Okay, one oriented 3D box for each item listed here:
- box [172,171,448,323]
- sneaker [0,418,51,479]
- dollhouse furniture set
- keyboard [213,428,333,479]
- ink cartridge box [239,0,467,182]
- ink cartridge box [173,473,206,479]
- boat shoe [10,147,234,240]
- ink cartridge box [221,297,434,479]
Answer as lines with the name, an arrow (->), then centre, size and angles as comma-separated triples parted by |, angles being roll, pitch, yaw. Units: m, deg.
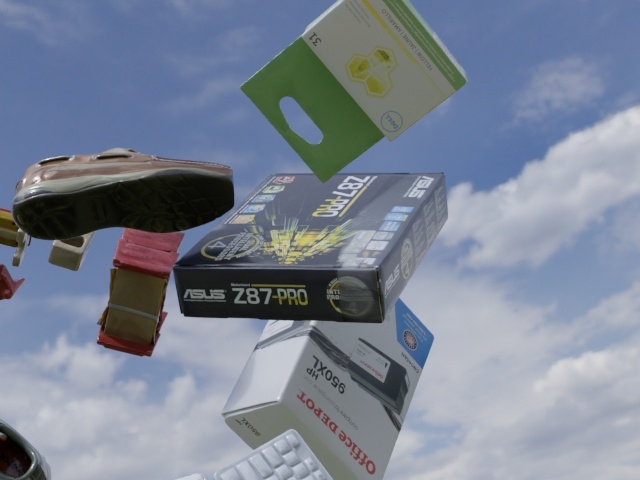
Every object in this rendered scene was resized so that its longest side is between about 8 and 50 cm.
box -> 0.000, 0.000, 1.594 | 0.318, 0.097, 0.395 | 3, 24, 21
sneaker -> -0.491, 0.265, 1.434 | 0.271, 0.100, 0.108 | 31, -31, 2
dollhouse furniture set -> -0.456, 0.055, 1.908 | 0.373, 0.152, 0.201 | 16, -61, -6
keyboard -> 0.028, 0.239, 0.678 | 0.072, 0.256, 0.014 | -22, -30, -36
ink cartridge box -> 0.035, -0.190, 1.246 | 0.235, 0.171, 0.056 | -37, 13, 19
ink cartridge box -> -0.279, 0.585, 1.971 | 0.171, 0.100, 0.237 | -14, -59, -16
boat shoe -> -0.290, -0.087, 1.520 | 0.323, 0.120, 0.123 | -4, -43, -9
ink cartridge box -> 0.027, 0.255, 1.950 | 0.166, 0.395, 0.285 | -22, -60, 41
